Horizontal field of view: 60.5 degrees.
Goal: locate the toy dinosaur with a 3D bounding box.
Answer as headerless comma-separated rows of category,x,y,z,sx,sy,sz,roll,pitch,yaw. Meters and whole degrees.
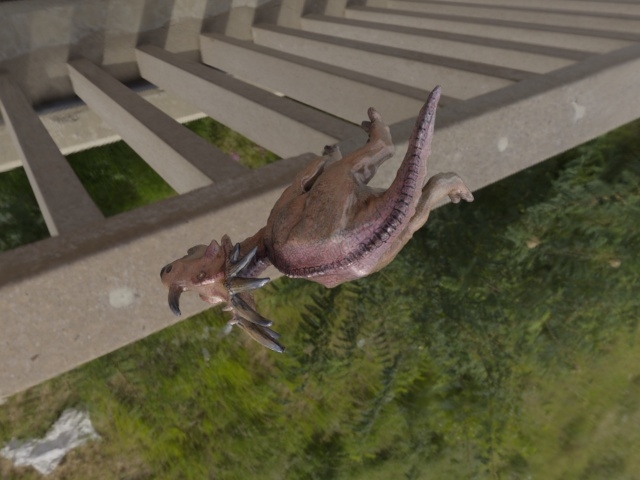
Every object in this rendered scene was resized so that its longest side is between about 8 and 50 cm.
toy dinosaur,0.000,0.000,0.463,0.127,0.296,0.200,53,53,-8
